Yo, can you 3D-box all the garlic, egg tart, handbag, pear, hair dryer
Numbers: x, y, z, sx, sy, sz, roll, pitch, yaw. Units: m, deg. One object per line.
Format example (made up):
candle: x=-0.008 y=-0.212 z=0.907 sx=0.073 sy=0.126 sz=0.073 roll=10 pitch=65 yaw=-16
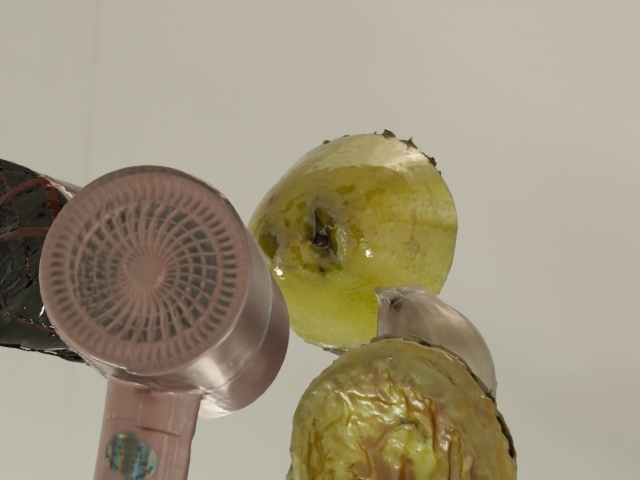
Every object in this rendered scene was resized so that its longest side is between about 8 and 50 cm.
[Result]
garlic: x=0.094 y=0.176 z=1.662 sx=0.129 sy=0.266 sz=0.148 roll=8 pitch=180 yaw=6
egg tart: x=0.074 y=0.196 z=1.490 sx=0.241 sy=0.241 sz=0.106 roll=8 pitch=-175 yaw=36
handbag: x=-0.278 y=0.024 z=1.819 sx=0.169 sy=0.155 sz=0.215 roll=26 pitch=-154 yaw=-38
pear: x=0.001 y=-0.002 z=1.952 sx=0.267 sy=0.267 sz=0.178 roll=8 pitch=-179 yaw=34
hair dryer: x=-0.109 y=0.149 z=1.089 sx=0.125 sy=0.352 sz=0.210 roll=8 pitch=167 yaw=8
